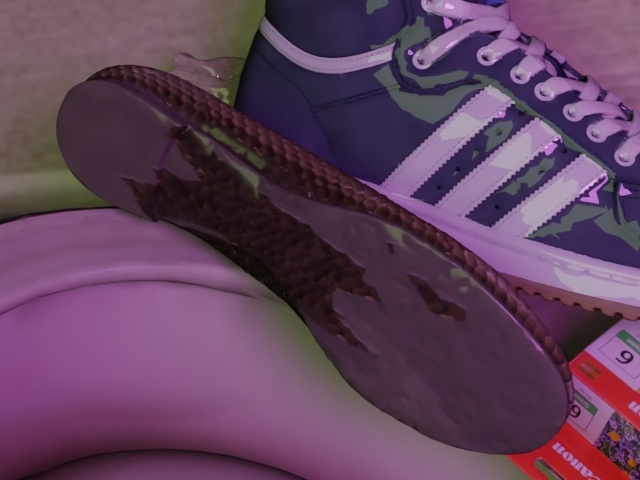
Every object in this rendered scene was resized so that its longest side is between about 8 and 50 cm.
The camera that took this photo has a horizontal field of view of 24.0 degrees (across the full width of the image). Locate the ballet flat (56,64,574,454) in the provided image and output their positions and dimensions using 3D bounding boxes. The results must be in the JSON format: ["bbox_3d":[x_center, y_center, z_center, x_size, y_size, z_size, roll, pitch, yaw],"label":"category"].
[{"bbox_3d":[0.000,0.000,0.626,0.250,0.058,0.084,32,120,16],"label":"ballet flat"}]

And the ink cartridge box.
[{"bbox_3d":[0.134,0.072,0.643,0.063,0.115,0.029,42,138,20],"label":"ink cartridge box"}]

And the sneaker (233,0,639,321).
[{"bbox_3d":[0.092,-0.062,0.645,0.282,0.099,0.153,15,102,20],"label":"sneaker"}]

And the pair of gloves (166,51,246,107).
[{"bbox_3d":[0.016,-0.118,0.741,0.204,0.042,0.240,0,95,20],"label":"pair of gloves"}]

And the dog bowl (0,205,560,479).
[{"bbox_3d":[-0.021,0.172,0.575,0.408,0.408,0.150,42,124,21],"label":"dog bowl"}]
